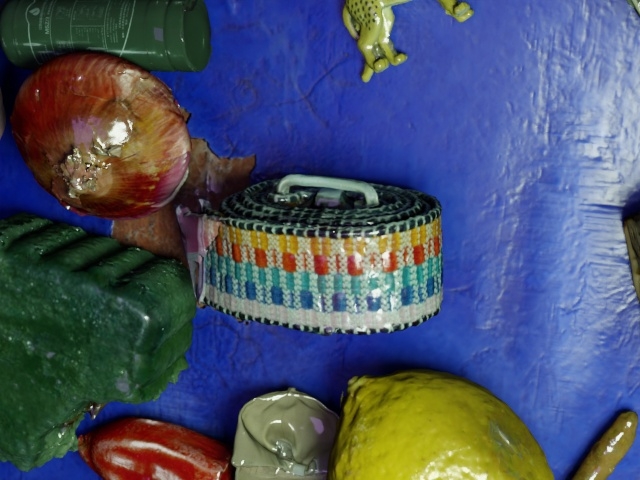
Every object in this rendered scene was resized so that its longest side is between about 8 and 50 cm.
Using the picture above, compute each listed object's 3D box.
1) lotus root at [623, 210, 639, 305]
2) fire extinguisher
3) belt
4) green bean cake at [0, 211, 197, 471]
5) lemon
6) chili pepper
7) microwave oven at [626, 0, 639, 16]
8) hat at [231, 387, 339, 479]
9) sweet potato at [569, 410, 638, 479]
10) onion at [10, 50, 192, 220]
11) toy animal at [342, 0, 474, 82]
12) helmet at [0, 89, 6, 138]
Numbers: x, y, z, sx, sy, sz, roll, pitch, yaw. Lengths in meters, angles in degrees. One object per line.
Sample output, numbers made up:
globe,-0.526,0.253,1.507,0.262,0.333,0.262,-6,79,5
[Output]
lotus root,0.432,0.044,1.107,0.180,0.188,0.199,-13,98,5
fire extinguisher,-0.293,-0.262,1.283,0.311,0.095,0.114,1,72,15
belt,0.000,0.000,1.205,0.295,0.207,0.160,8,110,29
green bean cake,-0.329,0.143,1.354,0.300,0.169,0.307,19,109,13
lemon,0.133,0.282,1.208,0.253,0.253,0.310,-42,89,21
chili pepper,-0.222,0.304,1.394,0.253,0.144,0.136,22,65,18
microwave oven,0.426,-0.391,0.961,0.394,0.247,0.333,-31,95,21
hat,-0.046,0.288,1.367,0.166,0.144,0.173,7,149,-12
sweet potato,0.320,0.324,1.261,0.075,0.075,0.269,17,99,12
onion,-0.271,-0.106,1.256,0.230,0.163,0.230,4,136,4
toy animal,0.084,-0.279,1.189,0.181,0.073,0.136,-32,85,33
helmet,-0.475,-0.194,1.290,0.154,0.198,0.253,11,119,14
